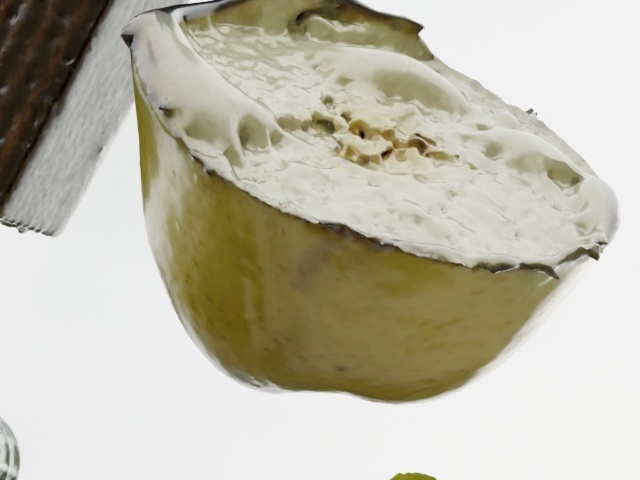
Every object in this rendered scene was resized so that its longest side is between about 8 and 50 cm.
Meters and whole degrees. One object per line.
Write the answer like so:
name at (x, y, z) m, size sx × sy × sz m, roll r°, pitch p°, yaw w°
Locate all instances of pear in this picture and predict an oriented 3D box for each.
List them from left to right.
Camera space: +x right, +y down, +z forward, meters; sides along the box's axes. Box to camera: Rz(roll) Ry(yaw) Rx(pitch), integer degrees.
pear at (0.001, 0.002, 0.999) m, size 0.267 × 0.267 × 0.178 m, roll 15°, pitch -63°, yaw -17°

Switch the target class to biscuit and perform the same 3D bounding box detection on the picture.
biscuit at (-0.108, -0.186, 1.141) m, size 0.073 × 0.388 × 0.107 m, roll 28°, pitch 1°, yaw 16°

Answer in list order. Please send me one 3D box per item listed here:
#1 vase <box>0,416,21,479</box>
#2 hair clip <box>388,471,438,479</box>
vase at (-0.338, 0.168, 1.679) m, size 0.143 × 0.143 × 0.299 m, roll -4°, pitch -15°, yaw 2°
hair clip at (0.080, 0.140, 0.783) m, size 0.173 × 0.072 × 0.046 m, roll 13°, pitch -32°, yaw 19°
